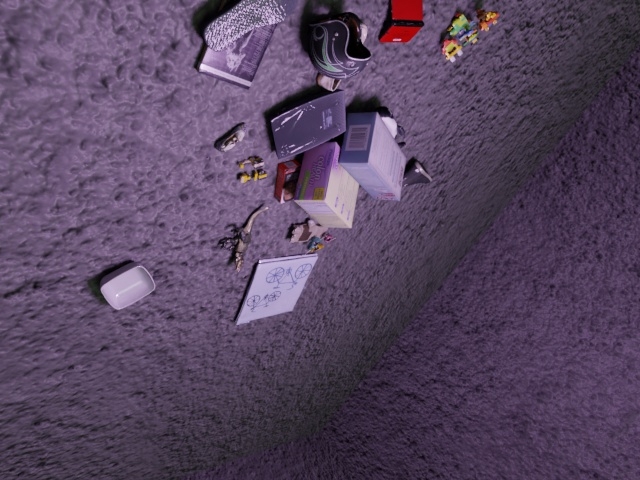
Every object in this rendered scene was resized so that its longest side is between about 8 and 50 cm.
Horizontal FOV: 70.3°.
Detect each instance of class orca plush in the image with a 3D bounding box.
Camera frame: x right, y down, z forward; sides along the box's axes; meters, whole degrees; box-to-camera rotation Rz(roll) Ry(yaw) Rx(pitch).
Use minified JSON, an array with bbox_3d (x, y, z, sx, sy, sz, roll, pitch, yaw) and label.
[{"bbox_3d":[0.254,-0.426,1.663,0.287,0.151,0.102,26,75,-53],"label":"orca plush"}]

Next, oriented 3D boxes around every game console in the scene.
[{"bbox_3d":[0.252,-0.698,1.432,0.144,0.085,0.124,-17,170,-35],"label":"game console"}]

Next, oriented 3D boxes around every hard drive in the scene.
[{"bbox_3d":[-0.040,-0.369,1.423,0.254,0.054,0.172,-27,144,-15],"label":"hard drive"}]

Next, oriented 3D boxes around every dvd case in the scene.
[{"bbox_3d":[-0.202,-0.505,1.142,0.164,0.018,0.221,2,125,-50],"label":"dvd case"}]

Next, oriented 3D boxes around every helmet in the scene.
[{"bbox_3d":[0.050,-0.526,1.250,0.169,0.169,0.162,-30,123,-22],"label":"helmet"}]

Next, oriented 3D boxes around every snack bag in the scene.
[{"bbox_3d":[-0.186,0.204,1.938,0.323,0.037,0.343,-7,132,-43],"label":"snack bag"}]

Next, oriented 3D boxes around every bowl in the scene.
[{"bbox_3d":[-0.592,0.131,1.389,0.142,0.053,0.142,-31,144,-20],"label":"bowl"}]

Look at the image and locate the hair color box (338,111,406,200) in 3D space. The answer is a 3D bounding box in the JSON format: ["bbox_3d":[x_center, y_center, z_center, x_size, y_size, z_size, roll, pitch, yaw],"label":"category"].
[{"bbox_3d":[0.200,-0.290,1.642,0.374,0.113,0.185,30,68,-60],"label":"hair color box"}]

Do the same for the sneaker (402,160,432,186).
[{"bbox_3d":[0.421,-0.285,2.043,0.118,0.083,0.222,-34,158,19],"label":"sneaker"}]

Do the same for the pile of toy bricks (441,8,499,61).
[{"bbox_3d":[0.501,-0.747,1.594,0.212,0.118,0.105,-39,122,21],"label":"pile of toy bricks"}]

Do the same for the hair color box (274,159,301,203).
[{"bbox_3d":[-0.112,-0.201,1.558,0.072,0.043,0.141,-22,142,-33],"label":"hair color box"}]

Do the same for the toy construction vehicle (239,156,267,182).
[{"bbox_3d":[-0.214,-0.224,1.435,0.098,0.035,0.086,-22,152,-27],"label":"toy construction vehicle"}]

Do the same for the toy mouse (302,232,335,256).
[{"bbox_3d":[0.000,0.000,1.865,0.161,0.031,0.143,-24,163,-22],"label":"toy mouse"}]

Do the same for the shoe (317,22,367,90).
[{"bbox_3d":[0.077,-0.547,1.364,0.219,0.058,0.076,-53,147,13],"label":"shoe"}]

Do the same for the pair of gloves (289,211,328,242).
[{"bbox_3d":[-0.021,-0.084,1.788,0.204,0.042,0.240,-12,142,-49],"label":"pair of gloves"}]

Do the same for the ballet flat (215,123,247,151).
[{"bbox_3d":[-0.249,-0.291,1.309,0.114,0.041,0.041,-40,147,-8],"label":"ballet flat"}]

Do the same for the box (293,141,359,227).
[{"bbox_3d":[0.030,-0.184,1.574,0.243,0.117,0.214,40,57,-59],"label":"box"}]

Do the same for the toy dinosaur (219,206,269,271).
[{"bbox_3d":[-0.276,-0.009,1.581,0.118,0.064,0.268,-5,129,-54],"label":"toy dinosaur"}]

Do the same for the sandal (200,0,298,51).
[{"bbox_3d":[-0.172,-0.545,1.077,0.254,0.054,0.097,-30,138,-7],"label":"sandal"}]
